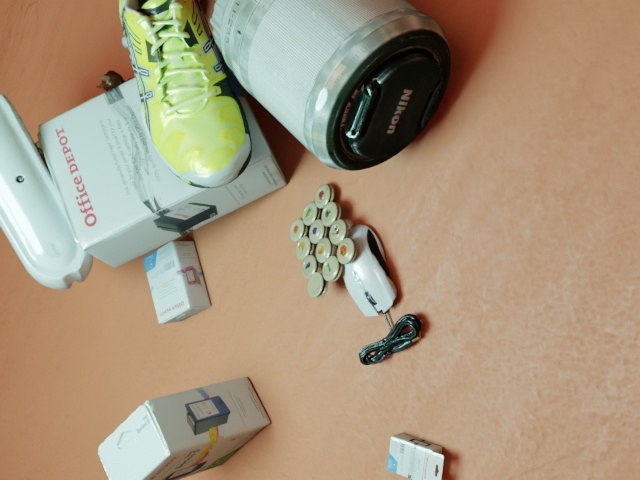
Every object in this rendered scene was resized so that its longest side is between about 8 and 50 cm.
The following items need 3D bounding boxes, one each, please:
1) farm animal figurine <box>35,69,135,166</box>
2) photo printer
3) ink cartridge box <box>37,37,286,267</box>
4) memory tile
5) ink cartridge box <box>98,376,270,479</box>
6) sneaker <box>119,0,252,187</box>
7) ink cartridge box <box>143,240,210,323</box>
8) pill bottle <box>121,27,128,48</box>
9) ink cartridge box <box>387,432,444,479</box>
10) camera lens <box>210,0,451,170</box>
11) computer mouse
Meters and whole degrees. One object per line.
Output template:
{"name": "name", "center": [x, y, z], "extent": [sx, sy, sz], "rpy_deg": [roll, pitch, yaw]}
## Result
{"name": "farm animal figurine", "center": [-0.402, -0.139, 1.368], "extent": [0.330, 0.172, 0.327], "rpy_deg": [-31, 71, 35]}
{"name": "photo printer", "center": [-0.467, -0.063, 1.220], "extent": [0.308, 0.107, 0.256], "rpy_deg": [63, 163, -9]}
{"name": "ink cartridge box", "center": [-0.240, -0.129, 1.172], "extent": [0.307, 0.129, 0.223], "rpy_deg": [-26, 71, 1]}
{"name": "memory tile", "center": [0.000, 0.000, 1.109], "extent": [0.113, 0.012, 0.148], "rpy_deg": [-51, 43, 32]}
{"name": "ink cartridge box", "center": [-0.209, 0.302, 1.181], "extent": [0.154, 0.212, 0.093], "rpy_deg": [-45, 63, 30]}
{"name": "sneaker", "center": [-0.208, -0.245, 1.056], "extent": [0.145, 0.147, 0.385], "rpy_deg": [-24, 70, -1]}
{"name": "ink cartridge box", "center": [-0.248, 0.073, 1.318], "extent": [0.088, 0.052, 0.123], "rpy_deg": [-27, 72, 37]}
{"name": "pill bottle", "center": [-0.262, -0.423, 1.287], "extent": [0.121, 0.121, 0.216], "rpy_deg": [14, 98, 39]}
{"name": "ink cartridge box", "center": [0.132, 0.293, 1.018], "extent": [0.083, 0.028, 0.048], "rpy_deg": [11, 97, 39]}
{"name": "camera lens", "center": [0.015, -0.241, 0.994], "extent": [0.274, 0.219, 0.219], "rpy_deg": [46, 117, 30]}
{"name": "computer mouse", "center": [0.067, 0.069, 1.065], "extent": [0.106, 0.042, 0.193], "rpy_deg": [-34, 69, 35]}
